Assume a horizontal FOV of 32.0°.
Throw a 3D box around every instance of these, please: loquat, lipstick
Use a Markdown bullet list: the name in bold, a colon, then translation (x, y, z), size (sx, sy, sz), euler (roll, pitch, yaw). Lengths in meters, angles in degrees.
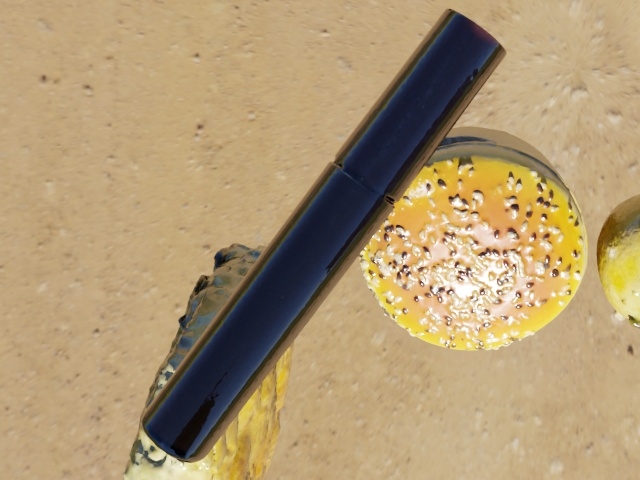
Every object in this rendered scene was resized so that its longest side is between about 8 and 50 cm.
- **loquat**: translation (0.391, 0.029, 1.274), size (0.149, 0.205, 0.172), euler (2, 140, 23)
- **lipstick**: translation (0.000, 0.000, 0.767), size (0.057, 0.057, 0.357), euler (38, 93, 5)

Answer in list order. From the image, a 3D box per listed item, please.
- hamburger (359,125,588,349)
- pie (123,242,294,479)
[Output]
- **hamburger**: translation (0.185, 0.004, 1.406), size (0.300, 0.176, 0.300), euler (5, 117, 10)
- **pie**: translation (-0.092, 0.163, 1.000), size (0.083, 0.339, 0.340), euler (12, 101, 8)
